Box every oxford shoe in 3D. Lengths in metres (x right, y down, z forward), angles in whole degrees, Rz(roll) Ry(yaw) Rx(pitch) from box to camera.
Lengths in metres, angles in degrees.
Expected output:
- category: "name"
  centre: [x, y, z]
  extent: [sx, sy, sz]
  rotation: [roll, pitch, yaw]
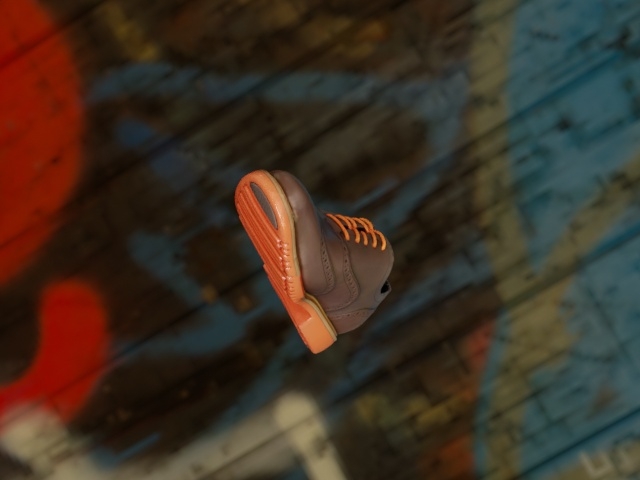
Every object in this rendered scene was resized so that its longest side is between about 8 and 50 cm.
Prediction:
- category: "oxford shoe"
  centre: [0.000, 0.000, 1.508]
  extent: [0.097, 0.098, 0.271]
  rotation: [60, 176, 22]
